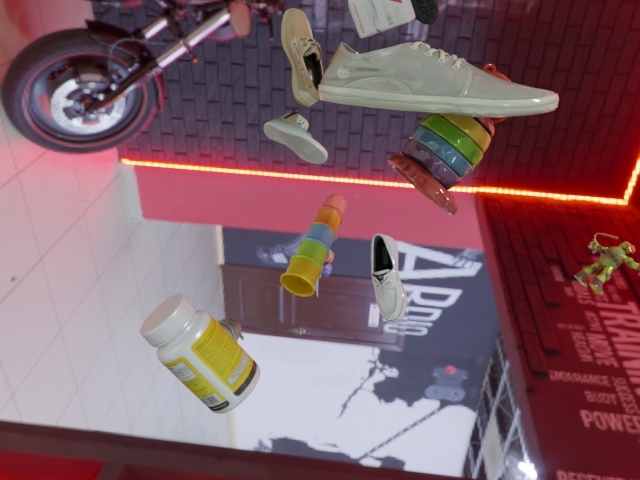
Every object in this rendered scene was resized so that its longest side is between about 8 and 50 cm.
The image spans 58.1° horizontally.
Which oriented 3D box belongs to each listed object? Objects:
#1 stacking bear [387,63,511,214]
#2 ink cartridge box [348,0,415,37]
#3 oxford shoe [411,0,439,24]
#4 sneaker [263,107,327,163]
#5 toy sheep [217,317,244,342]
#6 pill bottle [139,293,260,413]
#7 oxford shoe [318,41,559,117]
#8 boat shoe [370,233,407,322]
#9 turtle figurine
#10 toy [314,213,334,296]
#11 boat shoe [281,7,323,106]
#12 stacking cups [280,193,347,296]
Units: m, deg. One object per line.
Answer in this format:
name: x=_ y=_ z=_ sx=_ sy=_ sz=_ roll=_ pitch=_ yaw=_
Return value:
stacking bear: x=0.292 y=-0.227 z=1.208 sx=0.289 sy=0.175 sz=0.164 roll=-50 pitch=-157 yaw=7
ink cartridge box: x=0.165 y=-0.629 z=1.566 sx=0.063 sy=0.151 sz=0.109 roll=-49 pitch=123 yaw=-45
oxford shoe: x=0.257 y=-0.709 z=1.620 sx=0.227 sy=0.083 sz=0.096 roll=44 pitch=24 yaw=-28
sneaker: x=-0.054 y=-0.372 z=2.015 sx=0.151 sy=0.256 sz=0.094 roll=-44 pitch=159 yaw=-40
toy sheep: x=-0.279 y=0.274 z=1.683 sx=0.132 sy=0.091 sz=0.091 roll=-34 pitch=133 yaw=-54
pill bottle: x=-0.216 y=0.202 z=1.037 sx=0.208 sy=0.119 sz=0.119 roll=52 pitch=23 yaw=-21
oxford shoe: x=0.214 y=-0.302 z=1.081 sx=0.169 sy=0.450 sz=0.130 roll=-33 pitch=132 yaw=-70
boat shoe: x=0.181 y=0.105 z=1.646 sx=0.084 sy=0.095 sz=0.258 roll=22 pitch=54 yaw=-57
turtle figurine: x=0.977 y=0.078 z=1.924 sx=0.087 sy=0.217 sz=0.269 roll=48 pitch=-3 yaw=-42
toy: x=0.011 y=0.040 z=1.735 sx=0.137 sy=0.056 sz=0.237 roll=-121 pitch=-150 yaw=-81
boat shoe: x=-0.043 y=-0.632 z=1.952 sx=0.110 sy=0.122 sz=0.340 roll=-14 pitch=-93 yaw=50
stacking cups: x=0.000 y=0.000 z=1.540 sx=0.096 sy=0.096 sz=0.316 roll=90 pitch=23 yaw=-52
